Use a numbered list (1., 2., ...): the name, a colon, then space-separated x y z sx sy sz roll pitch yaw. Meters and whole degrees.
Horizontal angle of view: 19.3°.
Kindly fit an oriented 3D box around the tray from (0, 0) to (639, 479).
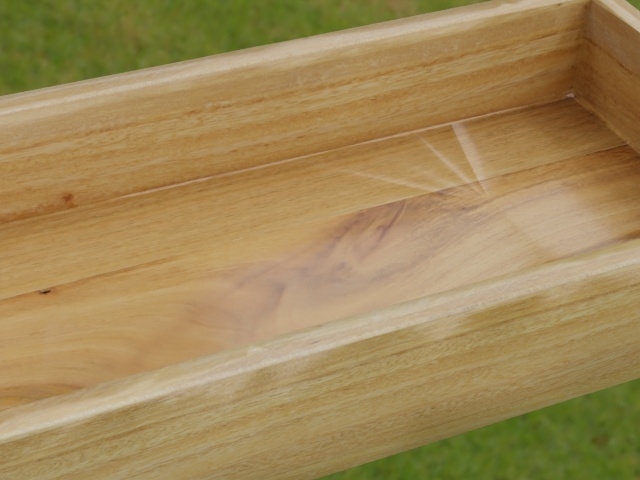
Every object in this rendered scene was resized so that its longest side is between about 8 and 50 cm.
1. tray: 0.000 0.000 0.782 0.410 0.076 0.203 -13 39 -25
